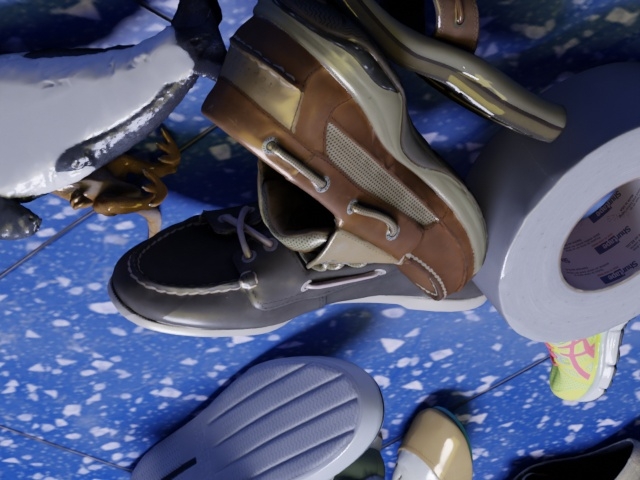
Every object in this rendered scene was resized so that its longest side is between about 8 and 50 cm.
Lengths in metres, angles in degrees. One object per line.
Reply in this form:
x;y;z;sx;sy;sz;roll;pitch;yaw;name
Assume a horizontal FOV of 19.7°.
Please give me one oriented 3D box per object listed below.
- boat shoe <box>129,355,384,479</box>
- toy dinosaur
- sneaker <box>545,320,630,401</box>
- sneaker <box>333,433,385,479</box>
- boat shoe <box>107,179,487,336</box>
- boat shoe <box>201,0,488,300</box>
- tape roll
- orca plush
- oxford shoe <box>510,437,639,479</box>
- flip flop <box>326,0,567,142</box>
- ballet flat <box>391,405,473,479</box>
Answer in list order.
-0.042;0.191;1.697;0.119;0.121;0.335;11;153;-39;boat shoe
-0.152;-0.037;1.378;0.112;0.064;0.211;-15;160;32;toy dinosaur
0.215;0.065;1.601;0.094;0.081;0.208;2;139;-5;sneaker
-0.011;0.262;1.814;0.192;0.086;0.064;-33;140;31;sneaker
0.000;0.000;1.408;0.335;0.112;0.095;-4;130;-29;boat shoe
0.009;-0.044;1.240;0.120;0.122;0.324;-47;142;-7;boat shoe
0.209;-0.026;1.391;0.219;0.072;0.219;-21;140;-19;tape roll
-0.189;-0.101;1.263;0.287;0.102;0.151;-33;96;15;orca plush
0.207;0.292;1.920;0.348;0.123;0.130;-27;121;19;oxford shoe
0.071;-0.150;1.223;0.277;0.112;0.080;28;96;-33;flip flop
0.102;0.245;1.814;0.073;0.080;0.232;-42;156;-23;ballet flat
